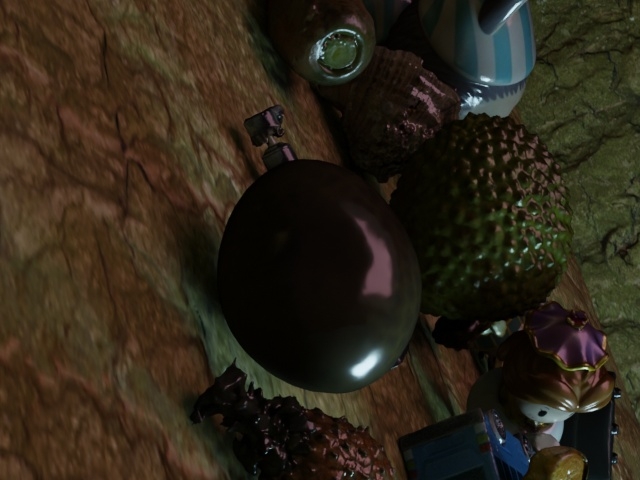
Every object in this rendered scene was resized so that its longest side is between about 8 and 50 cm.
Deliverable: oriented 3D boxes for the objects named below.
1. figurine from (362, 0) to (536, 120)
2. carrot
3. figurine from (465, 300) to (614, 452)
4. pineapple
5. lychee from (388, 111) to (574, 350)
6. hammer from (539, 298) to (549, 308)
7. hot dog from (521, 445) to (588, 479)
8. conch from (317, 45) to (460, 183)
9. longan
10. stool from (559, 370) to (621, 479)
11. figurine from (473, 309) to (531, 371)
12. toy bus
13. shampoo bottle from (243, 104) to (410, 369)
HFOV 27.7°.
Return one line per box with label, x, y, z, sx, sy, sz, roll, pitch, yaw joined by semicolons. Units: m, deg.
figurine;0.220;-0.348;1.980;0.266;0.378;0.361;9;52;-54
carrot;-0.009;-0.311;1.726;0.138;0.139;0.302;55;14;-31
figurine;0.280;0.192;1.681;0.142;0.263;0.189;-1;55;-24
pineapple;-0.024;0.167;1.061;0.197;0.108;0.108;45;24;-30
lychee;0.208;-0.009;1.728;0.270;0.270;0.320;-8;91;-73
hammer;0.244;-0.038;2.111;0.427;0.044;0.152;50;19;1
hot dog;0.240;0.365;1.441;0.083;0.068;0.289;2;103;-33
conch;0.099;-0.177;1.818;0.245;0.178;0.163;40;15;-16
longan;-0.003;0.034;1.161;0.212;0.198;0.198;64;16;11
stool;0.361;0.298;1.884;0.232;0.141;0.232;4;90;-76
figurine;0.312;0.174;2.022;0.275;0.161;0.158;55;42;-28
toy bus;0.196;0.294;1.535;0.234;0.116;0.133;39;31;-53
shampoo bottle;0.000;0.000;1.418;0.309;0.071;0.098;62;19;-6
